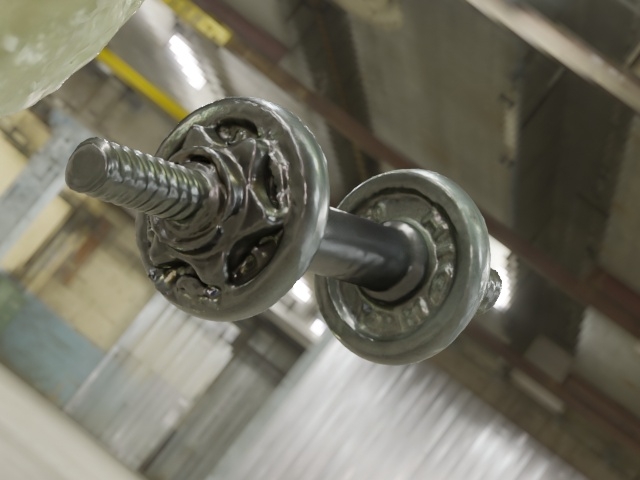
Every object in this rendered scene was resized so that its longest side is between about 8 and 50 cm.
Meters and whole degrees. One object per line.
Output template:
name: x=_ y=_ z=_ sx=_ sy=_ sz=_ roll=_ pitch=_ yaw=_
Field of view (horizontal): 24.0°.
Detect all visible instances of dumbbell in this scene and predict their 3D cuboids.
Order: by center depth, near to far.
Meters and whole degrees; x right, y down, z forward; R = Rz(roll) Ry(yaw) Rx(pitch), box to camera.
dumbbell: x=0.000 y=0.000 z=0.562 sx=0.081 sy=0.082 sz=0.254 roll=31 pitch=8 yaw=36

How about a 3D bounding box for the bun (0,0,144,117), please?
bun: x=-0.185 y=-0.220 z=0.696 sx=0.349 sy=0.227 sz=0.352 roll=52 pitch=-7 yaw=31
